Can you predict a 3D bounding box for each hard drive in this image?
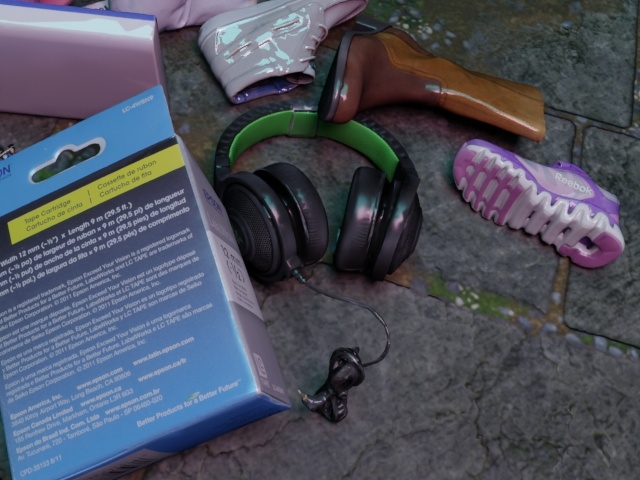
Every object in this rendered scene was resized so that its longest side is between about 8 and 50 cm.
[{"bbox_3d":[-0.342,-0.204,0.849,0.318,0.210,0.040,5,73,-6],"label":"hard drive"}]

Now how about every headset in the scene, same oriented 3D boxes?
[{"bbox_3d":[0.000,0.000,0.865,0.243,0.185,0.394,0,49,-12],"label":"headset"}]

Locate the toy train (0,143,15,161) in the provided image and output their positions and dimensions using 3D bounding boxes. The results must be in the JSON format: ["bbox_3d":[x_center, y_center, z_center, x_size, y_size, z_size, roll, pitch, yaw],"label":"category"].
[{"bbox_3d":[-0.420,-0.060,0.870,0.036,0.027,0.158,40,66,8],"label":"toy train"}]

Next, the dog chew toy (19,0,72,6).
[{"bbox_3d":[-0.421,-0.388,0.818,0.332,0.206,0.207,34,64,-3],"label":"dog chew toy"}]

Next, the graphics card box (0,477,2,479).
[{"bbox_3d":[-0.484,0.193,0.699,0.233,0.094,0.371,-36,73,-22],"label":"graphics card box"}]

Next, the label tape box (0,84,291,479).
[{"bbox_3d":[-0.206,0.049,0.756,0.249,0.115,0.348,-24,66,7],"label":"label tape box"}]

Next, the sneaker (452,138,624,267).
[{"bbox_3d":[0.283,-0.064,0.944,0.236,0.095,0.104,30,57,2],"label":"sneaker"}]

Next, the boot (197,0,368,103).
[{"bbox_3d":[-0.028,-0.268,1.004,0.258,0.095,0.123,-23,75,-9],"label":"boot"}]

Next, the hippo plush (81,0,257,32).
[{"bbox_3d":[-0.219,-0.403,0.952,0.294,0.236,0.234,-29,71,-20],"label":"hippo plush"}]

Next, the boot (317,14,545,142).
[{"bbox_3d":[0.149,-0.176,0.948,0.280,0.096,0.264,23,29,1],"label":"boot"}]
